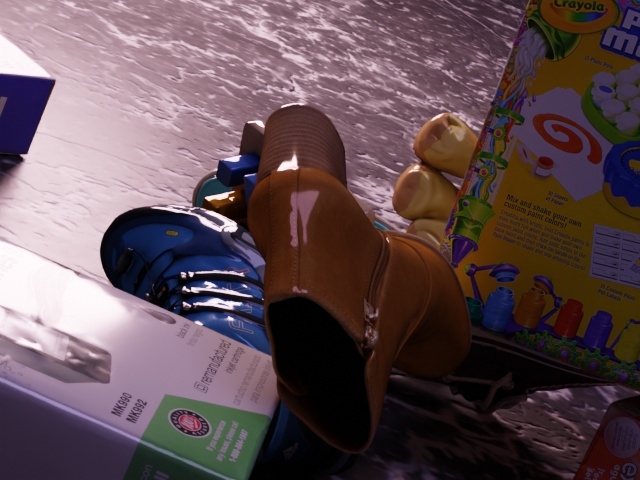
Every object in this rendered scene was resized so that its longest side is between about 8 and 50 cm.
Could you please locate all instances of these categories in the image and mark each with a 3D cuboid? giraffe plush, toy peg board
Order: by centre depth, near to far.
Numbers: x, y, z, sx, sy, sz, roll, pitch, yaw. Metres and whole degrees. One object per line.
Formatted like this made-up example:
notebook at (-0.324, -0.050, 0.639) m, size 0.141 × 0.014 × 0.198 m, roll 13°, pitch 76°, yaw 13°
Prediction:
toy peg board at (-0.048, 0.013, 1.607) m, size 0.079 × 0.161 × 0.161 m, roll -14°, pitch 39°, yaw -37°
giraffe plush at (0.192, -0.024, 1.995) m, size 0.210 × 0.181 × 0.170 m, roll 19°, pitch -5°, yaw 19°

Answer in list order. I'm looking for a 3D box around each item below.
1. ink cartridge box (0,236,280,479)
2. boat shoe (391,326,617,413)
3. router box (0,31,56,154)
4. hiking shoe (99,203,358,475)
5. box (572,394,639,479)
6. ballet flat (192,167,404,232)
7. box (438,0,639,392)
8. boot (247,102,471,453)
ink cartridge box at (-0.183, 0.104, 1.236) m, size 0.289 × 0.121 × 0.211 m, roll 24°, pitch 18°, yaw -1°
boat shoe at (0.139, 0.092, 1.678) m, size 0.306 × 0.105 × 0.113 m, roll 10°, pitch 26°, yaw -18°
router box at (-0.456, -0.190, 1.760) m, size 0.335 × 0.082 × 0.301 m, roll 2°, pitch 29°, yaw -48°
hiking shoe at (-0.088, 0.061, 1.477) m, size 0.132 × 0.113 × 0.304 m, roll 4°, pitch 27°, yaw -46°
box at (0.310, 0.196, 1.567) m, size 0.128 × 0.123 × 0.257 m, roll 33°, pitch 21°, yaw 29°
ballet flat at (0.000, 0.000, 1.810) m, size 0.248 × 0.086 × 0.086 m, roll 27°, pitch 19°, yaw 12°
box at (0.269, -0.035, 1.522) m, size 0.290 × 0.279 × 0.177 m, roll 22°, pitch 10°, yaw 11°
boot at (0.027, 0.068, 1.351) m, size 0.211 × 0.104 × 0.295 m, roll -90°, pitch 155°, yaw -44°
